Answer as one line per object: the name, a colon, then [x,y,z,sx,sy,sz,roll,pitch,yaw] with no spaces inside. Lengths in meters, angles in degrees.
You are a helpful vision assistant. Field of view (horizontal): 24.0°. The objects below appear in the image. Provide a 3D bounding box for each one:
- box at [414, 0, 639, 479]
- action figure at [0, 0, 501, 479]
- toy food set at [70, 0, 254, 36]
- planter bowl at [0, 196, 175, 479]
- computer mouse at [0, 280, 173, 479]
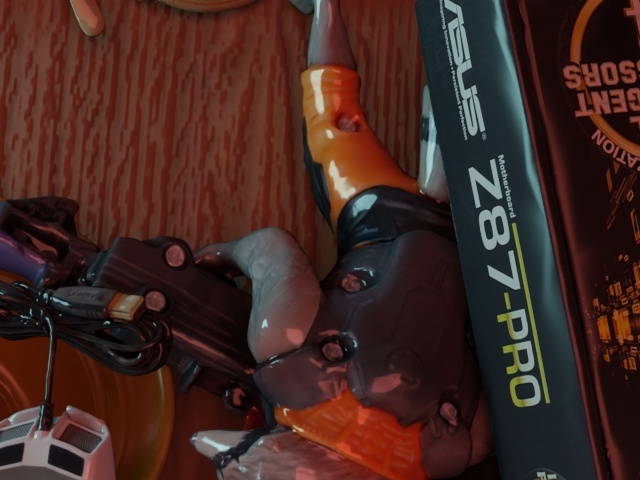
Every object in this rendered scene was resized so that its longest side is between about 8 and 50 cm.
box: [0.259,0.005,0.768,0.395,0.097,0.318,-6,85,-26]
action figure: [0.000,0.000,0.781,0.341,0.178,0.330,21,66,-12]
toy food set: [-0.069,-0.198,0.882,0.192,0.038,0.132,-19,92,-9]
planter bowl: [-0.193,0.088,0.799,0.217,0.090,0.217,14,55,-21]
computer mouse: [-0.128,0.115,0.710,0.106,0.042,0.193,3,77,18]
